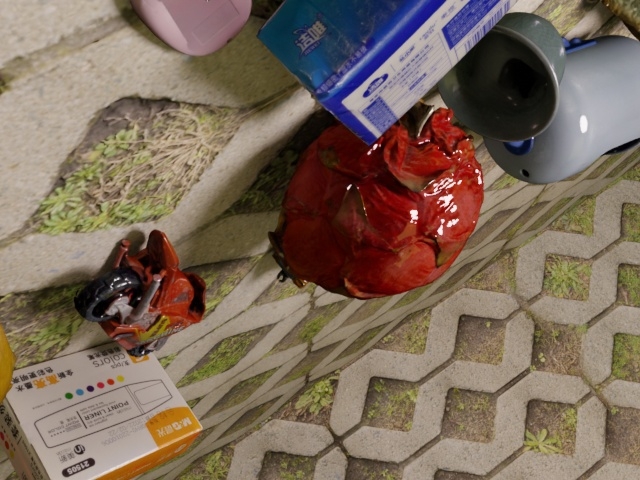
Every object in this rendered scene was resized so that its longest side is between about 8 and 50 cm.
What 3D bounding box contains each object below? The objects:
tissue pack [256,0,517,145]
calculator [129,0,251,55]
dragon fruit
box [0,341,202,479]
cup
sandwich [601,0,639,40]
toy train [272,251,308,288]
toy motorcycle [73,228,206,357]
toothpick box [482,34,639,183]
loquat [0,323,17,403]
[{"bbox_3d":[0.084,-0.253,0.697,0.270,0.137,0.209,-45,159,12],"label":"tissue pack"},{"bbox_3d":[-0.114,-0.222,0.580,0.103,0.024,0.166,-38,162,4],"label":"calculator"},{"bbox_3d":[0.082,-0.052,0.938,0.277,0.277,0.342,-12,139,-50],"label":"dragon fruit"},{"bbox_3d":[-0.357,0.282,1.030,0.274,0.220,0.091,-14,147,-52],"label":"box"},{"bbox_3d":[0.298,-0.272,0.988,0.150,0.199,0.199,-47,167,-29],"label":"cup"},{"bbox_3d":[0.631,-0.480,1.116,0.262,0.131,0.325,-46,158,28],"label":"sandwich"},{"bbox_3d":[0.000,0.000,1.202,0.219,0.089,0.127,-46,169,22],"label":"toy train"},{"bbox_3d":[-0.254,0.090,0.957,0.171,0.089,0.298,-34,160,-13],"label":"toy motorcycle"},{"bbox_3d":[0.455,-0.253,1.208,0.355,0.263,0.263,-23,157,-32],"label":"toothpick box"},{"bbox_3d":[-0.424,0.126,0.627,0.234,0.176,0.187,2,98,-35],"label":"loquat"}]
